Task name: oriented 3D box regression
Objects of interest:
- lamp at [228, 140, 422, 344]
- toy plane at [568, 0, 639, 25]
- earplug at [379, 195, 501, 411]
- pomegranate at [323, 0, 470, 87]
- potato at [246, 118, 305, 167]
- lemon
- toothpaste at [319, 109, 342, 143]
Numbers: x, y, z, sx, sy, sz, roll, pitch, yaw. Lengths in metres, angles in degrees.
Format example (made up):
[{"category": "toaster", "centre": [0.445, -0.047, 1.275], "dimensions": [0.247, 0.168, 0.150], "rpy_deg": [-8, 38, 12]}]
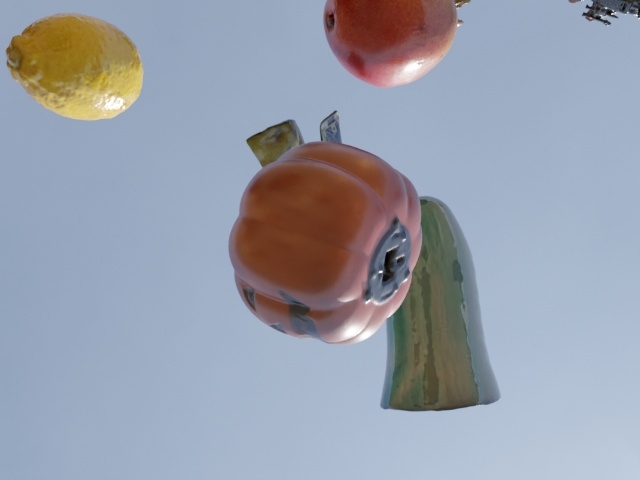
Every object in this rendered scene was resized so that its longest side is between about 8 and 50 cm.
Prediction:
[{"category": "lamp", "centre": [0.000, 0.000, 0.658], "dimensions": [0.163, 0.187, 0.188], "rpy_deg": [18, -105, 30]}, {"category": "toy plane", "centre": [0.542, -0.427, 1.259], "dimensions": [0.189, 0.130, 0.061], "rpy_deg": [37, -122, 21]}, {"category": "earplug", "centre": [0.167, 0.091, 1.095], "dimensions": [0.185, 0.185, 0.324], "rpy_deg": [-9, -97, 26]}, {"category": "pomegranate", "centre": [0.131, -0.367, 1.156], "dimensions": [0.256, 0.221, 0.221], "rpy_deg": [-23, -130, -19]}, {"category": "potato", "centre": [-0.052, -0.132, 1.181], "dimensions": [0.081, 0.149, 0.120], "rpy_deg": [-28, -90, 8]}, {"category": "lemon", "centre": [-0.263, -0.188, 0.762], "dimensions": [0.114, 0.155, 0.114], "rpy_deg": [-1, -92, 39]}, {"category": "toothpaste", "centre": [0.025, -0.132, 1.249], "dimensions": [0.034, 0.197, 0.057], "rpy_deg": [17, -137, 31]}]
